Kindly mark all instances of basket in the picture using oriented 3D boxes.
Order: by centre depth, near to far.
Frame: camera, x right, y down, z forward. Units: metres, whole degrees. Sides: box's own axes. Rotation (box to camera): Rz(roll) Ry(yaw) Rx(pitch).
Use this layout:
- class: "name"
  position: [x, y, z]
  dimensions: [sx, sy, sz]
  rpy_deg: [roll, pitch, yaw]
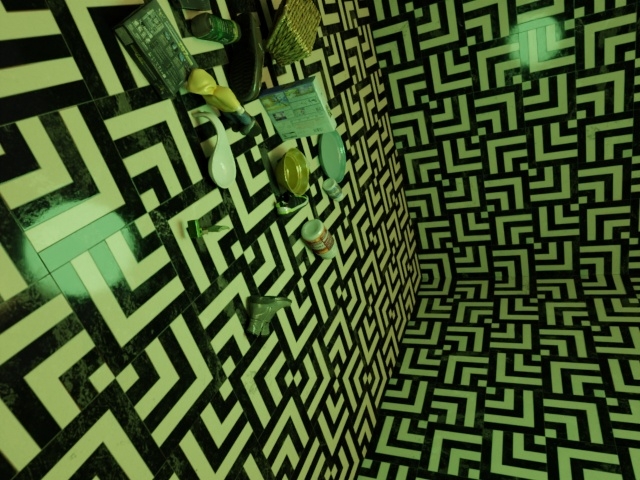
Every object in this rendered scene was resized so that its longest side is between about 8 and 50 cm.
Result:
- class: "basket"
  position: [-0.155, -0.954, 1.861]
  dimensions: [0.223, 0.214, 0.299]
  rpy_deg: [44, 49, -49]

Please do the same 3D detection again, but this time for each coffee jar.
- class: "coffee jar"
  position: [-0.372, -0.762, 1.535]
  dimensions: [0.184, 0.096, 0.079]
  rpy_deg: [-32, 113, -59]

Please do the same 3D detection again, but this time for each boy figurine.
- class: "boy figurine"
  position: [-0.339, -0.476, 1.465]
  dimensions: [0.092, 0.177, 0.285]
  rpy_deg: [-62, 149, -3]

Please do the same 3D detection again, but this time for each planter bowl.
- class: "planter bowl"
  position: [-0.144, -0.305, 1.926]
  dimensions: [0.217, 0.090, 0.217]
  rpy_deg: [17, 71, -62]

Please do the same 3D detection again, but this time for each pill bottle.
- class: "pill bottle"
  position: [0.000, 0.000, 2.133]
  dimensions: [0.221, 0.121, 0.121]
  rpy_deg: [52, 42, -47]
- class: "pill bottle"
  position: [0.074, -0.279, 2.363]
  dimensions: [0.137, 0.078, 0.078]
  rpy_deg: [46, 47, -51]

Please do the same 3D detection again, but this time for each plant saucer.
- class: "plant saucer"
  position: [0.062, -0.483, 2.407]
  dimensions: [0.317, 0.044, 0.317]
  rpy_deg: [17, 71, -62]

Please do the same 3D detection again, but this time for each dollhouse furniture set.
- class: "dollhouse furniture set"
  position: [-0.384, -0.051, 1.438]
  dimensions: [0.152, 0.076, 0.058]
  rpy_deg: [-25, 109, -61]

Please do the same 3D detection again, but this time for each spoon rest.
- class: "spoon rest"
  position: [-0.365, -0.320, 1.505]
  dimensions: [0.137, 0.084, 0.276]
  rpy_deg: [-46, 126, -55]

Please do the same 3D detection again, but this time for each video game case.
- class: "video game case"
  position: [-0.097, -0.570, 1.857]
  dimensions: [0.244, 0.270, 0.061]
  rpy_deg: [59, 37, -42]

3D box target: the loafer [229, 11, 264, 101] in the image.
- class: "loafer"
  position: [-0.270, -0.717, 1.687]
  dimensions: [0.130, 0.134, 0.365]
  rpy_deg: [18, 71, -61]

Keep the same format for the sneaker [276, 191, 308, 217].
- class: "sneaker"
  position: [-0.129, -0.185, 1.947]
  dimensions: [0.234, 0.084, 0.097]
  rpy_deg: [-48, 127, -55]

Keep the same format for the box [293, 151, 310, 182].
- class: "box"
  position: [-0.099, -0.326, 2.072]
  dimensions: [0.105, 0.043, 0.179]
  rpy_deg: [43, 47, -54]

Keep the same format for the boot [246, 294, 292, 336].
- class: "boot"
  position: [-0.215, 0.308, 1.739]
  dimensions: [0.246, 0.083, 0.161]
  rpy_deg: [12, 83, -56]

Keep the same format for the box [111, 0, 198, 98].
- class: "box"
  position: [-0.497, -0.588, 1.307]
  dimensions: [0.232, 0.059, 0.183]
  rpy_deg: [59, 38, -40]

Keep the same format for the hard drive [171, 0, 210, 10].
- class: "hard drive"
  position: [-0.467, -0.905, 1.416]
  dimensions: [0.172, 0.054, 0.254]
  rpy_deg: [-44, 125, -56]

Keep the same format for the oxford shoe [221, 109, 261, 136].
- class: "oxford shoe"
  position: [-0.319, -0.487, 1.657]
  dimensions: [0.212, 0.076, 0.076]
  rpy_deg: [35, 26, -53]
